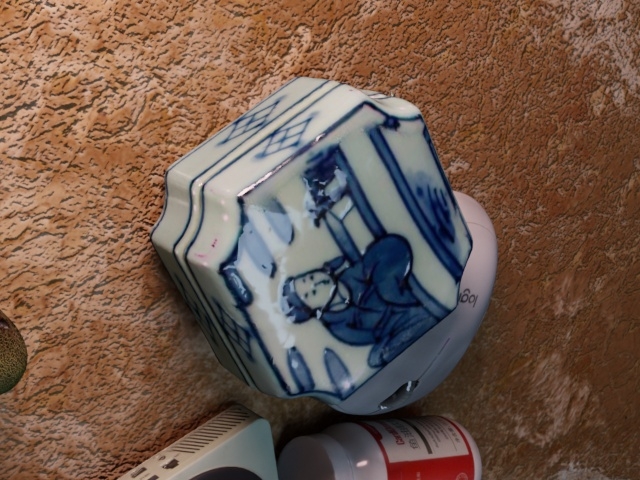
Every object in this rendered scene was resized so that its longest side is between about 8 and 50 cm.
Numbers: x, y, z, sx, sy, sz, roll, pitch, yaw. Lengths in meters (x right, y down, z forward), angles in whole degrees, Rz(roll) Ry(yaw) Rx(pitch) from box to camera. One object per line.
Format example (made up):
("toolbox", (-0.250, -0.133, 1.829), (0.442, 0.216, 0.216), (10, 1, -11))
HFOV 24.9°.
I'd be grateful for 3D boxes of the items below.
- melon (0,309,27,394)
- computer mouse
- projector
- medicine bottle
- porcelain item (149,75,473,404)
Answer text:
("melon", (-0.327, 0.091, 1.294), (0.099, 0.099, 0.162), (-54, 143, -2))
("computer mouse", (0.116, 0.086, 1.682), (0.184, 0.121, 0.296), (13, 104, -47))
("projector", (-0.156, 0.343, 1.613), (0.257, 0.079, 0.259), (-30, 129, -34))
("medicine bottle", (0.073, 0.281, 1.753), (0.250, 0.131, 0.131), (3, 112, -43))
("porcelain item", (0.000, 0.000, 1.457), (0.286, 0.157, 0.281), (-36, 120, -21))
